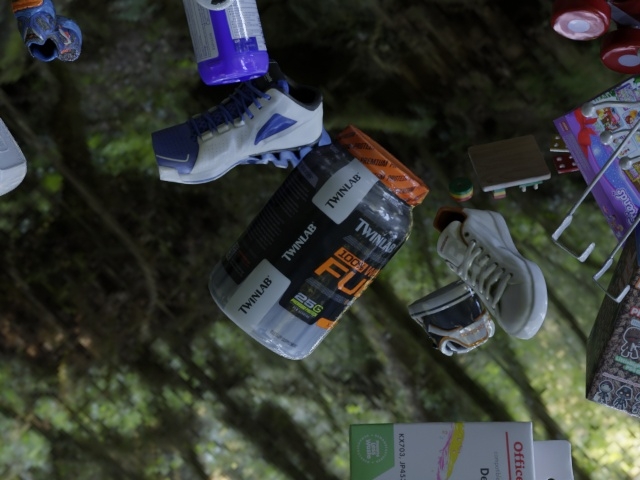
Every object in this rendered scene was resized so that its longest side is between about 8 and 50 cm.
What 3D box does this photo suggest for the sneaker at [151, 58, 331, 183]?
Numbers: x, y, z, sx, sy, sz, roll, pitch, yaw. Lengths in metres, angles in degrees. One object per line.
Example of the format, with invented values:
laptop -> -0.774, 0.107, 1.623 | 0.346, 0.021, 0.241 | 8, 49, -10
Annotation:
sneaker -> -0.130, -0.212, 2.049 | 0.315, 0.182, 0.127 | -9, -137, -16

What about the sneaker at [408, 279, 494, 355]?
sneaker -> 0.251, 0.152, 2.355 | 0.126, 0.127, 0.321 | -28, 179, -1

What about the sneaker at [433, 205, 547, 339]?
sneaker -> 0.235, 0.044, 1.802 | 0.290, 0.123, 0.106 | -113, -139, -57

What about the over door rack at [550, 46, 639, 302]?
over door rack -> 0.439, -0.099, 1.797 | 0.108, 0.239, 0.324 | 24, -94, 33

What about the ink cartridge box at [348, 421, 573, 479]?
ink cartridge box -> 0.222, 0.387, 1.874 | 0.119, 0.353, 0.207 | 85, 4, -66

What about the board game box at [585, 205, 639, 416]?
board game box -> 0.571, 0.125, 2.112 | 0.232, 0.141, 0.291 | -59, 166, -67

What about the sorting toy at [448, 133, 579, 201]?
sorting toy -> 0.377, -0.142, 2.396 | 0.274, 0.046, 0.132 | -12, -139, -1

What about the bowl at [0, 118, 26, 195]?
bowl -> -0.528, -0.143, 1.943 | 0.053, 0.142, 0.142 | -30, -177, 20

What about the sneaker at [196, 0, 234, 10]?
sneaker -> -0.093, -0.394, 1.492 | 0.217, 0.079, 0.121 | -59, -171, 26

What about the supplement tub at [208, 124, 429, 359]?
supplement tub -> 0.000, 0.000, 1.897 | 0.338, 0.207, 0.207 | -51, -169, 9

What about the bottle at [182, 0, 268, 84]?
bottle -> -0.152, -0.371, 1.784 | 0.092, 0.283, 0.118 | -11, -175, 25

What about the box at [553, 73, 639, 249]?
box -> 0.584, -0.142, 2.244 | 0.201, 0.293, 0.057 | -29, -178, -12

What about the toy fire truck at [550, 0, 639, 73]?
toy fire truck -> 0.531, -0.421, 2.012 | 0.254, 0.302, 0.169 | -19, -128, 50

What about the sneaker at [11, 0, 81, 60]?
sneaker -> -0.467, -0.342, 2.087 | 0.083, 0.087, 0.221 | -8, 170, 10
